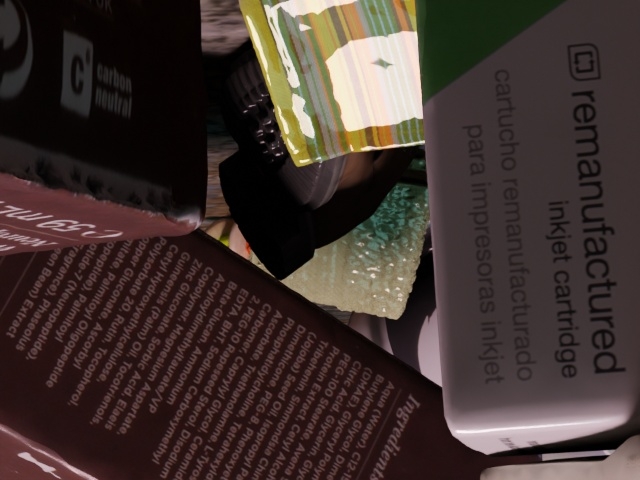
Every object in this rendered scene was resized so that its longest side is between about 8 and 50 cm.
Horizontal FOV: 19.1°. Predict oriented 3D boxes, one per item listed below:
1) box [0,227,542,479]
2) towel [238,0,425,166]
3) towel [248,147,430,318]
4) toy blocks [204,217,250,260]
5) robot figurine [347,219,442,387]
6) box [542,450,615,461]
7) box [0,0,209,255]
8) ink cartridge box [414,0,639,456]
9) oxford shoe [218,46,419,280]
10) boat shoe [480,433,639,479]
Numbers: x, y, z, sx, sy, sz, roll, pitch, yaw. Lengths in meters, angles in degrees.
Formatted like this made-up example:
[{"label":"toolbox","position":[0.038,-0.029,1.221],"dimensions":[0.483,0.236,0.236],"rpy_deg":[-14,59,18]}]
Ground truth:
[{"label":"box","position":[-0.104,0.073,0.949],"dimensions":[0.381,0.143,0.191],"rpy_deg":[32,159,-15]},{"label":"towel","position":[0.089,-0.083,0.789],"dimensions":[0.237,0.021,0.102],"rpy_deg":[-6,136,16]},{"label":"towel","position":[0.011,-0.009,1.153],"dimensions":[0.110,0.027,0.148],"rpy_deg":[10,139,3]},{"label":"toy blocks","position":[0.000,0.000,1.341],"dimensions":[0.123,0.054,0.148],"rpy_deg":[2,170,-31]},{"label":"robot figurine","position":[0.140,0.057,1.245],"dimensions":[0.278,0.209,0.173],"rpy_deg":[-33,159,33]},{"label":"box","position":[0.248,0.017,0.955],"dimensions":[0.296,0.183,0.294],"rpy_deg":[-5,159,9]},{"label":"box","position":[-0.149,-0.081,0.392],"dimensions":[0.203,0.167,0.168],"rpy_deg":[-7,171,22]},{"label":"ink cartridge box","position":[0.180,-0.050,0.589],"dimensions":[0.289,0.211,0.121],"rpy_deg":[-6,169,10]},{"label":"oxford shoe","position":[0.004,-0.058,0.960],"dimensions":[0.096,0.083,0.227],"rpy_deg":[-31,170,-13]},{"label":"boat shoe","position":[0.103,0.097,0.582],"dimensions":[0.081,0.069,0.228],"rpy_deg":[-1,169,-12]}]
